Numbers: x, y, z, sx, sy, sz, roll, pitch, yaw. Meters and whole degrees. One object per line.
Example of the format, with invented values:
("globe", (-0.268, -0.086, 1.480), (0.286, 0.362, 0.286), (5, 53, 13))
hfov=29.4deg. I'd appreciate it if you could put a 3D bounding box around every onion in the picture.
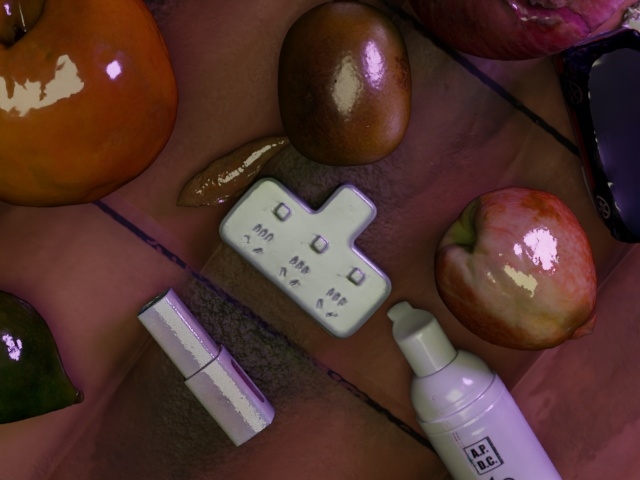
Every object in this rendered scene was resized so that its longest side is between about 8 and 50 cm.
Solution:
("onion", (0.265, -0.417, 1.621), (0.353, 0.353, 0.354), (0, 101, -1))

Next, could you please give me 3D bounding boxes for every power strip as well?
("power strip", (0.000, 0.000, 1.828), (0.265, 0.059, 0.193), (41, 98, -8))

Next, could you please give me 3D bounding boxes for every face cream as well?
("face cream", (0.217, 0.258, 1.839), (0.145, 0.145, 0.370), (-32, 101, 6))

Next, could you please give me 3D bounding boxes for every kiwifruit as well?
("kiwifruit", (0.034, -0.223, 1.716), (0.196, 0.196, 0.234), (3, 104, -1))

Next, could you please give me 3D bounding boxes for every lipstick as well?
("lipstick", (-0.176, 0.190, 1.854), (0.077, 0.079, 0.253), (-37, 98, 8))

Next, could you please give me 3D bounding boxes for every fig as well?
("fig", (-0.456, 0.185, 1.798), (0.245, 0.195, 0.195), (26, 100, -14))

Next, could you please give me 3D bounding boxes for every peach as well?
("peach", (0.297, 0.053, 1.765), (0.256, 0.232, 0.232), (33, 99, -16))
("peach", (-0.364, -0.201, 1.660), (0.343, 0.343, 0.302), (-15, 145, 2))

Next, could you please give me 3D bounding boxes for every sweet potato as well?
("sweet potato", (-0.125, -0.102, 1.804), (0.206, 0.060, 0.068), (-34, 111, 12))

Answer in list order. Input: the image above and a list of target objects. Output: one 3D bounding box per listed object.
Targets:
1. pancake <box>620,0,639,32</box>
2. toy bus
("pancake", (0.532, -0.415, 1.766), (0.288, 0.033, 0.286), (38, 100, -7))
("toy bus", (0.432, -0.153, 1.757), (0.127, 0.147, 0.303), (-19, 103, 2))
